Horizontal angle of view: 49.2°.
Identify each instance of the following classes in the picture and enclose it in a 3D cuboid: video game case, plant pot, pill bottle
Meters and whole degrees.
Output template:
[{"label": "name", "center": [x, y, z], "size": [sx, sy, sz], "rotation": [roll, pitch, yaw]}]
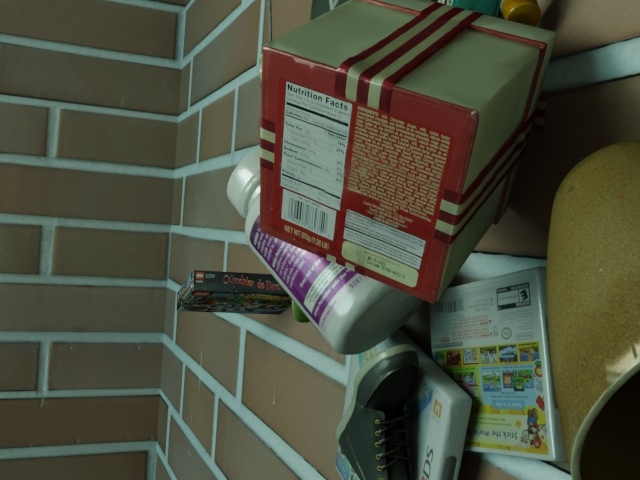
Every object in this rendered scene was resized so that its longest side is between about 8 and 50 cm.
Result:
[{"label": "video game case", "center": [0.205, 0.150, 0.844], "size": [0.227, 0.026, 0.206], "rotation": [154, 117, -63]}, {"label": "plant pot", "center": [0.265, 0.039, 0.506], "size": [0.254, 0.237, 0.237], "rotation": [-91, 17, -53]}, {"label": "video game case", "center": [0.103, 0.287, 1.008], "size": [0.329, 0.036, 0.299], "rotation": [-137, 52, -67]}, {"label": "pill bottle", "center": [0.000, 0.000, 0.984], "size": [0.301, 0.169, 0.169], "rotation": [48, 136, 26]}]

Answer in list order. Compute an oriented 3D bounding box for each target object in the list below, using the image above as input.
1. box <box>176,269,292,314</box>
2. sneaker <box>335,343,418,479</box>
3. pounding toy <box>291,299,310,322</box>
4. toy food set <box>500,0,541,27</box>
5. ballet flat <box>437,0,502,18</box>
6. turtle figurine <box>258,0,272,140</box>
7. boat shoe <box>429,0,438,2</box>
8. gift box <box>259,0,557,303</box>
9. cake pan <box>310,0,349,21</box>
[{"label": "box", "center": [-0.173, 0.113, 1.478], "size": [0.159, 0.233, 0.044], "rotation": [137, 133, -60]}, {"label": "sneaker", "center": [0.093, 0.236, 0.891], "size": [0.118, 0.083, 0.222], "rotation": [60, 147, 40]}, {"label": "pounding toy", "center": [0.025, 0.044, 1.226], "size": [0.237, 0.110, 0.182], "rotation": [-66, -21, -65]}, {"label": "toy food set", "center": [0.240, -0.347, 0.734], "size": [0.232, 0.111, 0.104], "rotation": [118, 160, -46]}, {"label": "ballet flat", "center": [0.170, -0.208, 0.915], "size": [0.106, 0.108, 0.315], "rotation": [-90, 17, -70]}, {"label": "turtle figurine", "center": [-0.013, -0.261, 1.235], "size": [0.266, 0.198, 0.274], "rotation": [135, 138, -82]}, {"label": "boat shoe", "center": [0.151, -0.353, 0.993], "size": [0.066, 0.066, 0.183], "rotation": [127, 140, -53]}, {"label": "gift box", "center": [0.084, -0.108, 0.769], "size": [0.255, 0.258, 0.276], "rotation": [27, 133, 18]}, {"label": "cake pan", "center": [0.052, -0.432, 1.259], "size": [0.293, 0.054, 0.293], "rotation": [-176, 90, -68]}]
